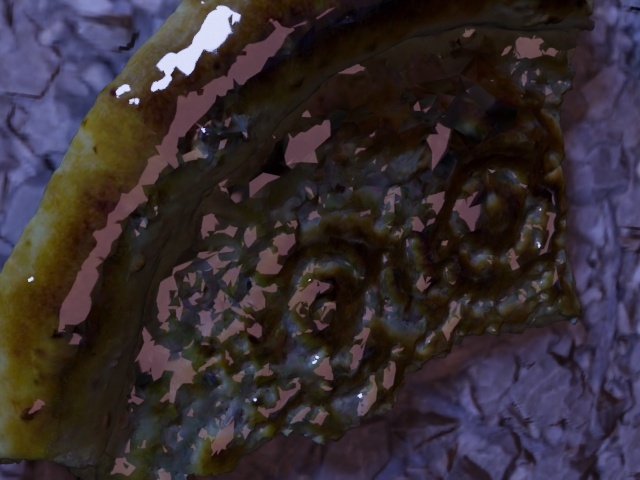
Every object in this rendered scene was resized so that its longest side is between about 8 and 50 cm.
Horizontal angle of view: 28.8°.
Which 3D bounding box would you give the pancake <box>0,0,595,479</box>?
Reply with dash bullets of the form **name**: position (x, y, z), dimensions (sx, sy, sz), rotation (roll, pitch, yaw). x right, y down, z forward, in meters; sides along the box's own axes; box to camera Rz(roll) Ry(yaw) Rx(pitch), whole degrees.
- **pancake**: position (-0.001, -0.005, 0.688), dimensions (0.427, 0.067, 0.305), rotation (-28, 116, -18)
